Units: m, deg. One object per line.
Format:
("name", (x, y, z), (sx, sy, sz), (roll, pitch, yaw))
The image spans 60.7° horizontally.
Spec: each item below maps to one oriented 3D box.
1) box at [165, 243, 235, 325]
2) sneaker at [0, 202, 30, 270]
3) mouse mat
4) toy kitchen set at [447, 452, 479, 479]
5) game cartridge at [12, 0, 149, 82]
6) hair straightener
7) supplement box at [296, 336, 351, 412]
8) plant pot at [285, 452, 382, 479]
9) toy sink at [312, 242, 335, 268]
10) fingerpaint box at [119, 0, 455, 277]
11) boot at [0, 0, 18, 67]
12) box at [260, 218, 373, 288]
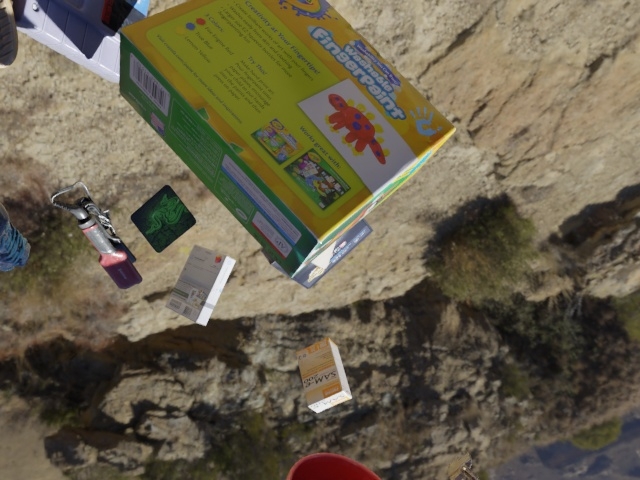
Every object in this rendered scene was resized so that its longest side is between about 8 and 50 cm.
("box", (-0.318, 0.114, 1.442), (0.038, 0.145, 0.186), (32, 77, -49))
("sneaker", (-0.629, -0.004, 1.078), (0.122, 0.110, 0.283), (27, 153, -28))
("mouse mat", (-0.494, -0.065, 1.712), (0.190, 0.152, 0.007), (-36, -176, 20))
("toy kitchen set", (0.361, 0.566, 1.326), (0.068, 0.075, 0.083), (-47, 178, 10))
("game cartridge", (-0.390, -0.484, 0.948), (0.068, 0.354, 0.230), (5, 172, 31))
("hair straightener", (-0.329, -0.013, 0.802), (0.047, 0.089, 0.230), (-24, 151, -5))
("supplement box", (0.004, 0.212, 0.864), (0.062, 0.098, 0.036), (-27, 138, 10))
("plant pot", (0.007, 0.636, 1.154), (0.275, 0.275, 0.243), (8, 115, -43))
("toy sink", (-0.028, -0.072, 1.260), (0.131, 0.233, 0.153), (16, 173, 21))
("fingerpaint box", (-0.055, -0.224, 0.950), (0.371, 0.445, 0.163), (-41, 174, -31))
("boot", (-0.523, -0.389, 0.873), (0.090, 0.248, 0.207), (-21, -168, -5))
("box", (0.000, 0.000, 1.678), (0.296, 0.073, 0.293), (-42, 154, 2))
